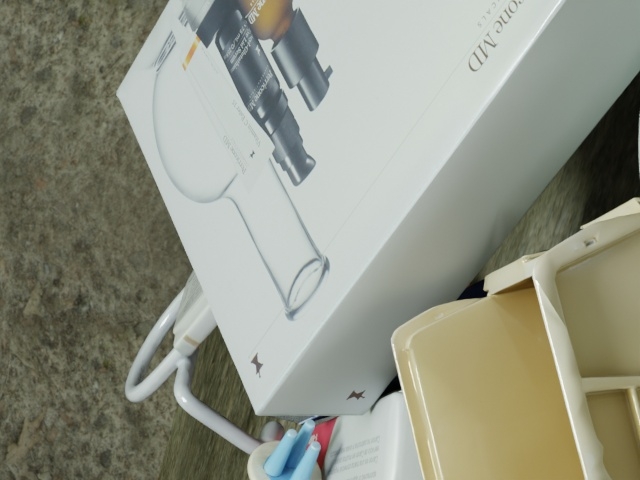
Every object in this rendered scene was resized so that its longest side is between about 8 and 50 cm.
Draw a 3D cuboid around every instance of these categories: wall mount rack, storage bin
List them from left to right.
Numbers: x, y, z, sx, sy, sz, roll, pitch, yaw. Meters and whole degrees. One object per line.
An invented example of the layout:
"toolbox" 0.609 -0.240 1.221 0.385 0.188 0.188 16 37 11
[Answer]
"wall mount rack" 0.000 0.000 1.454 0.350 0.130 0.304 -48 15 26
"storage bin" 0.147 0.126 0.954 0.262 0.123 0.260 139 118 -75

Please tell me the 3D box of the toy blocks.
"toy blocks" -0.031 0.200 1.261 0.123 0.054 0.148 -91 18 -44

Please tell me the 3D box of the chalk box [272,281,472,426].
"chalk box" 0.049 0.087 1.688 0.213 0.132 0.132 -28 51 59

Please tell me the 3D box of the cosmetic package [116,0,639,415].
"cosmetic package" 0.031 -0.118 1.137 0.377 0.097 0.284 -55 49 35

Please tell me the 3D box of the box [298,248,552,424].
"box" 0.094 0.060 1.279 0.225 0.136 0.036 -30 80 29

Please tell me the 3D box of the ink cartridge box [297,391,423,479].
"ink cartridge box" 0.061 0.315 1.255 0.279 0.160 0.385 146 133 -70

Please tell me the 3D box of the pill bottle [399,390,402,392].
"pill bottle" 0.078 0.162 1.562 0.187 0.112 0.112 113 165 -45

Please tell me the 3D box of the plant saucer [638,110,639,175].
"plant saucer" 0.248 -0.092 0.969 0.400 0.100 0.400 -168 90 -81
